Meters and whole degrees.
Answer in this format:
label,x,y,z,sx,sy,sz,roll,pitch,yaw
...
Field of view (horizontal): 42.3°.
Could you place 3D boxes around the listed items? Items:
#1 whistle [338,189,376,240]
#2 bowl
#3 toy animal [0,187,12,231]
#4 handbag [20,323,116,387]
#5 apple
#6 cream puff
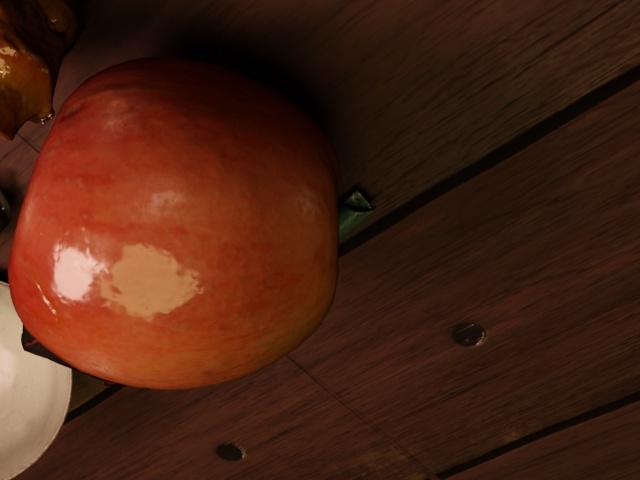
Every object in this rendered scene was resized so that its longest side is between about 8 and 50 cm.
label,x,y,z,sx,sy,sz,roll,pitch,yaw
whistle,0.000,0.000,1.105,0.039,0.039,0.186,35,124,-21
bowl,-0.518,0.204,1.236,0.313,0.146,0.313,0,88,-6
toy animal,-0.533,-0.013,1.097,0.269,0.082,0.137,-28,123,9
handbag,-0.277,0.109,1.149,0.215,0.155,0.169,-24,138,20
apple,-0.137,-0.012,0.898,0.364,0.364,0.364,3,130,4
cream puff,-0.359,-0.193,0.846,0.241,0.269,0.155,-31,132,15
